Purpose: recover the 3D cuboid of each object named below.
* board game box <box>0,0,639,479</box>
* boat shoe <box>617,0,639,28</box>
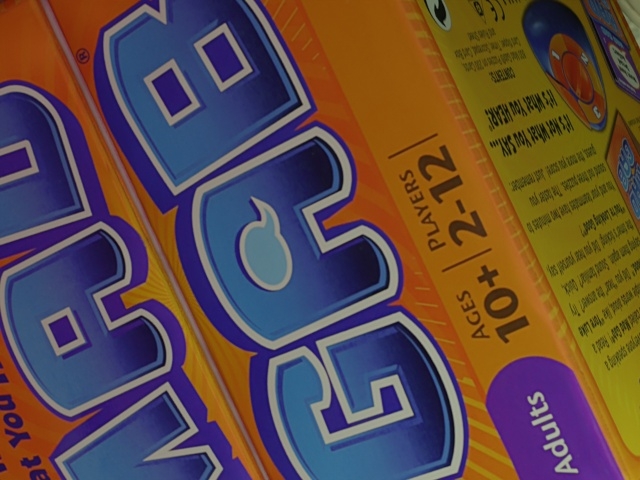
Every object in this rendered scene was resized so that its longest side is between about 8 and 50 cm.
[{"bbox_3d":[0.000,0.000,1.147,0.356,0.356,0.356,-26,88,25],"label":"board game box"},{"bbox_3d":[0.178,-0.283,1.243,0.097,0.116,0.324,-36,94,-25],"label":"boat shoe"}]
